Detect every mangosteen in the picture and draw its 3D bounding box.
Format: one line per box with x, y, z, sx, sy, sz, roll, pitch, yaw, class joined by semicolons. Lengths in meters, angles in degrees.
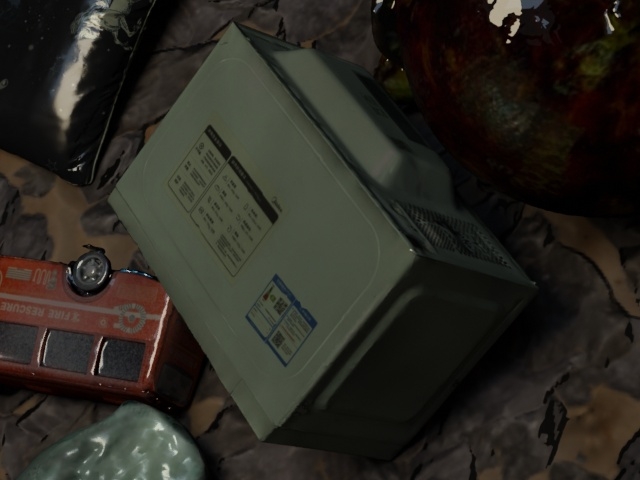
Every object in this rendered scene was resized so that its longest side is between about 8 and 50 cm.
0.136;-0.122;1.039;0.231;0.231;0.289;-62;18;-15;mangosteen

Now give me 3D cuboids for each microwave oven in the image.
0.000;0.000;1.044;0.162;0.122;0.208;-51;52;20;microwave oven

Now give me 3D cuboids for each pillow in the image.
-0.177;-0.153;1.261;0.141;0.055;0.208;22;85;22;pillow

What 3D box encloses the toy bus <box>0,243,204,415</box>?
-0.183;0.051;1.154;0.235;0.073;0.096;4;72;26;toy bus

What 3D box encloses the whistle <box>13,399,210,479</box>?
-0.194;0.233;1.025;0.189;0.189;0.348;27;57;34;whistle
